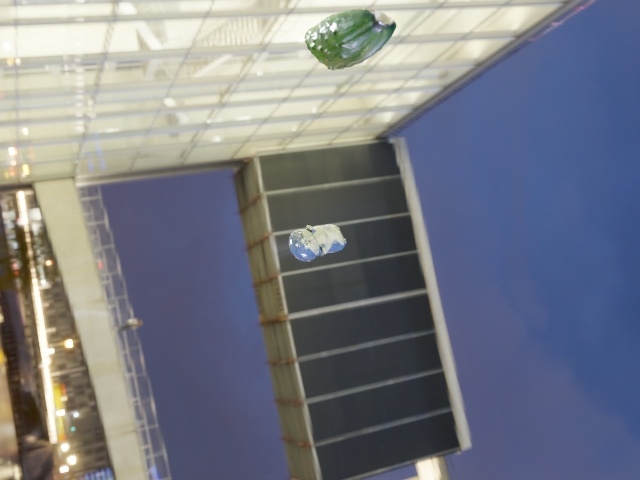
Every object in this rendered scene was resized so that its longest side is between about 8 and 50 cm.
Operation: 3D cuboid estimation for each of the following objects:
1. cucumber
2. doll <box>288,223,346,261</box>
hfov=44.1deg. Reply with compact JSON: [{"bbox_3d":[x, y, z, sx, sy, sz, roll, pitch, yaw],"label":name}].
[{"bbox_3d":[0.033,-0.206,0.817,0.107,0.067,0.035,-9,-119,61],"label":"cucumber"},{"bbox_3d":[0.000,0.000,0.876,0.027,0.125,0.037,-33,-97,25],"label":"doll"}]
